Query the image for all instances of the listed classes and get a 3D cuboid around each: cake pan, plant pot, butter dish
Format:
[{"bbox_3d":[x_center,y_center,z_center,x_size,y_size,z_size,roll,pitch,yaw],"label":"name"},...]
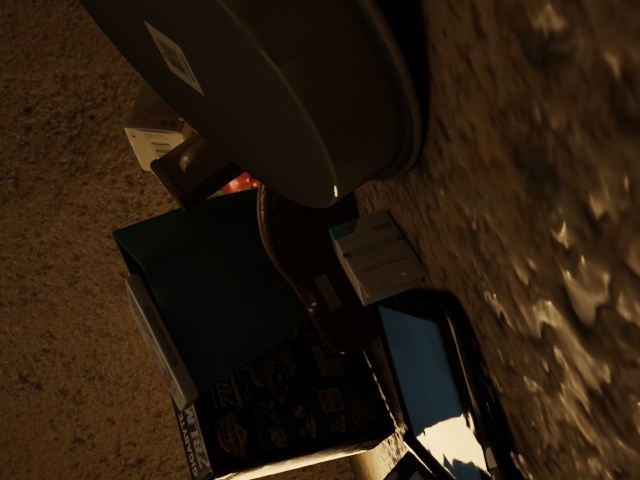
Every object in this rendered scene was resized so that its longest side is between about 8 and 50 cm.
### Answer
[{"bbox_3d":[-0.067,-0.127,0.426,0.293,0.054,0.293,41,168,10],"label":"cake pan"},{"bbox_3d":[-0.096,0.029,0.840,0.165,0.234,0.165,25,138,60],"label":"plant pot"},{"bbox_3d":[-0.167,-0.159,1.484,0.118,0.160,0.160,43,165,18],"label":"butter dish"}]

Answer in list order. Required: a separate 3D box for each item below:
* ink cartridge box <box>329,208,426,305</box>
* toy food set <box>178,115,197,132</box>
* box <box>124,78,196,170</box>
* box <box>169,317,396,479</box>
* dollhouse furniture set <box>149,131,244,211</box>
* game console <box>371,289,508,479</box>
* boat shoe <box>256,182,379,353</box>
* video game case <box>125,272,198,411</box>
[{"bbox_3d":[0.043,0.017,0.521,0.083,0.048,0.028,-117,9,-49],"label":"ink cartridge box"},{"bbox_3d":[-0.209,-0.265,1.267,0.071,0.128,0.218,46,170,-35],"label":"toy food set"},{"bbox_3d":[-0.297,-0.307,1.485,0.148,0.121,0.311,82,-164,-59],"label":"box"},{"bbox_3d":[-0.073,0.173,0.994,0.073,0.293,0.295,-52,52,43],"label":"box"},{"bbox_3d":[-0.189,-0.229,0.763,0.355,0.174,0.303,53,172,1],"label":"dollhouse furniture set"},{"bbox_3d":[0.043,0.186,0.567,0.173,0.250,0.293,43,174,-2],"label":"game console"},{"bbox_3d":[-0.008,0.003,0.736,0.095,0.095,0.257,-109,2,-55],"label":"boat shoe"},{"bbox_3d":[-0.179,0.120,0.783,0.143,0.019,0.157,61,161,9],"label":"video game case"}]
